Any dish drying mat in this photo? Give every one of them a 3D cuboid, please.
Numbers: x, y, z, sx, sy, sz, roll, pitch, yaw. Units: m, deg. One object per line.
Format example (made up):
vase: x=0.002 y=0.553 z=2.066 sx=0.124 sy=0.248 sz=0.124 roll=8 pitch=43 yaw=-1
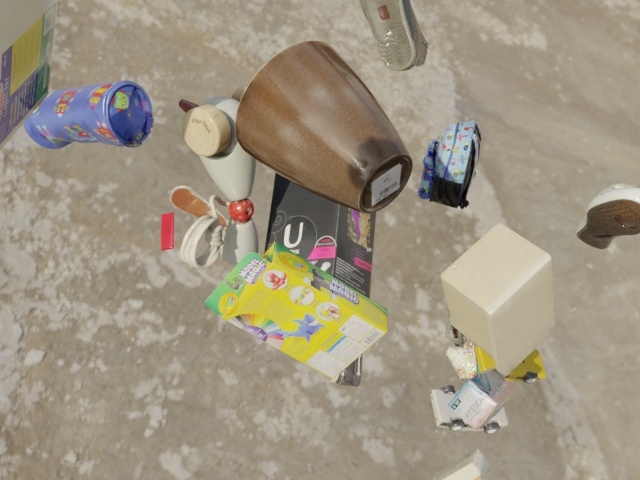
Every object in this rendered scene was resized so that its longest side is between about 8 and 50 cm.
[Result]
dish drying mat: x=-0.332 y=-0.020 z=1.654 sx=0.008 sy=0.032 sz=0.083 roll=35 pitch=48 yaw=-60

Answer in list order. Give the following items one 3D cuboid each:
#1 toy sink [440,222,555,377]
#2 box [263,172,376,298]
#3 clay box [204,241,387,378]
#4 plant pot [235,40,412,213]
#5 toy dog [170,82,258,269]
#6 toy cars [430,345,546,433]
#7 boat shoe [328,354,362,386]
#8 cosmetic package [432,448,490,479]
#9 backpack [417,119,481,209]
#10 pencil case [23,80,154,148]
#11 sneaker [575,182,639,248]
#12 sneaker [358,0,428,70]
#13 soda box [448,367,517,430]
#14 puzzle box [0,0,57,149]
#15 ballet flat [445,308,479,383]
toy sink: x=0.322 y=0.110 z=1.376 sx=0.153 sy=0.234 sz=0.131 roll=-40 pitch=51 yaw=-13
box: x=0.000 y=0.000 z=1.450 sx=0.143 sy=0.165 sz=0.270 roll=35 pitch=54 yaw=-50
clay box: x=-0.033 y=0.092 z=1.043 sx=0.222 sy=0.127 sz=0.053 roll=33 pitch=33 yaw=-18
plant pot: x=0.024 y=-0.151 z=1.159 sx=0.215 sy=0.215 sz=0.230 roll=-19 pitch=52 yaw=-40
toy dog: x=-0.187 y=-0.123 z=1.345 sx=0.161 sy=0.334 sz=0.220 roll=22 pitch=15 yaw=32
toy cars: x=0.394 y=0.357 z=1.830 sx=0.176 sy=0.087 sz=0.393 roll=45 pitch=47 yaw=12
boat shoe: x=0.070 y=0.209 z=1.565 sx=0.065 sy=0.075 sz=0.206 roll=20 pitch=51 yaw=-3
cosmetic package: x=0.273 y=0.463 z=1.497 sx=0.041 sy=0.115 sz=0.060 roll=51 pitch=29 yaw=3
backpack: x=0.287 y=-0.179 z=1.659 sx=0.117 sy=0.173 sz=0.158 roll=13 pitch=42 yaw=11
pencil case: x=-0.452 y=-0.241 z=1.499 sx=0.133 sy=0.306 sz=0.119 roll=37 pitch=66 yaw=-46
sneaker: x=0.574 y=-0.074 z=1.463 sx=0.106 sy=0.290 sz=0.123 roll=32 pitch=82 yaw=6
sneaker: x=0.127 y=-0.408 z=1.343 sx=0.118 sy=0.083 sz=0.222 roll=-29 pitch=109 yaw=-65
soda box: x=0.276 y=0.264 z=1.286 sx=0.063 sy=0.058 sz=0.183 roll=40 pitch=12 yaw=20
puzzle box: x=-0.399 y=-0.281 z=0.934 sx=0.052 sy=0.409 sz=0.272 roll=20 pitch=41 yaw=-5
ballet flat: x=0.367 y=0.274 z=2.011 sx=0.077 sy=0.091 sz=0.241 roll=11 pitch=52 yaw=-11
